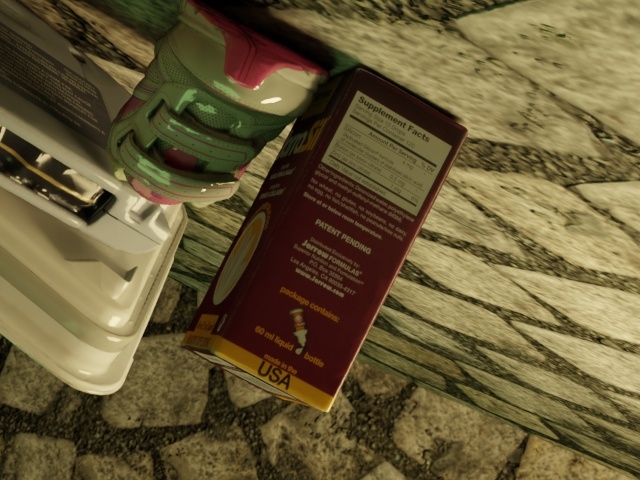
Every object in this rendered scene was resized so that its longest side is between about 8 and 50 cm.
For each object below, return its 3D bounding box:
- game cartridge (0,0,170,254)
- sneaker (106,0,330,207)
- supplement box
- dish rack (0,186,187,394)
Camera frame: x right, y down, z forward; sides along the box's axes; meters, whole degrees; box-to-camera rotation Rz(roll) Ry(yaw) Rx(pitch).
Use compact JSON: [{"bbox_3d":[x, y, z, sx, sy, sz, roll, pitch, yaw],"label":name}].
[{"bbox_3d":[-0.234,-0.118,1.015,0.294,0.060,0.196,34,-156,-40],"label":"game cartridge"},{"bbox_3d":[-0.072,-0.073,0.916,0.103,0.111,0.252,27,171,-9],"label":"sneaker"},{"bbox_3d":[0.000,0.000,0.885,0.080,0.188,0.104,29,171,-13],"label":"supplement box"},{"bbox_3d":[-0.220,-0.051,1.121,0.285,0.072,0.333,41,-162,-11],"label":"dish rack"}]
